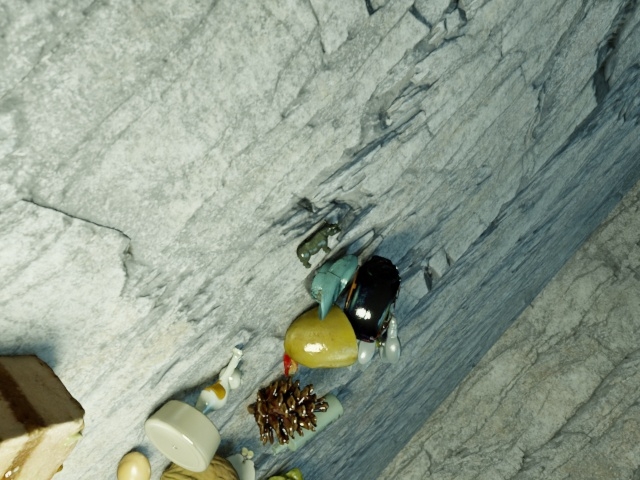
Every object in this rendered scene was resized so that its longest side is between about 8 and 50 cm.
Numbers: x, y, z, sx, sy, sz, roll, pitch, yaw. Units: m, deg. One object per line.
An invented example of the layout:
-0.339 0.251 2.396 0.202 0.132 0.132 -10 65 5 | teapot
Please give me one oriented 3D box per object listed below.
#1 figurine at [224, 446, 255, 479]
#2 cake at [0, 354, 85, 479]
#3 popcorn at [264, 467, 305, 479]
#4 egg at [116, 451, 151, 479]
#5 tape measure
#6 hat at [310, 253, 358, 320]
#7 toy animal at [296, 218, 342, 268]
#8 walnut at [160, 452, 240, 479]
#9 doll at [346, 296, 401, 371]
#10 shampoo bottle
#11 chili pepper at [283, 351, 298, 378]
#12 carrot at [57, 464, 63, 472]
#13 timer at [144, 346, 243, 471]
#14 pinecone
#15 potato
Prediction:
-0.275 0.708 2.132 0.235 0.127 0.155 -55 -161 42 | figurine
-0.515 0.312 1.193 0.196 0.199 0.293 -58 153 12 | cake
-0.135 0.901 2.526 0.254 0.195 0.256 -62 152 5 | popcorn
-0.434 0.535 1.721 0.080 0.080 0.096 -26 130 -37 | egg
0.136 0.160 1.948 0.202 0.135 0.222 97 15 -69 | tape measure
0.020 0.103 1.841 0.190 0.078 0.138 -55 167 -32 | hat
0.000 0.000 1.703 0.136 0.047 0.065 -39 144 -6 | toy animal
-0.317 0.653 1.910 0.228 0.228 0.228 -35 150 -24 | walnut
0.148 0.284 2.187 0.195 0.153 0.258 -17 123 -27 | doll
-0.046 0.592 2.356 0.263 0.085 0.085 -31 148 -30 | shampoo bottle
-0.085 0.329 2.022 0.045 0.027 0.178 -40 152 -25 | chili pepper
-0.582 0.464 1.457 0.171 0.042 0.042 -5 130 -56 | carrot
-0.264 0.384 1.741 0.266 0.175 0.175 -52 160 -38 | timer
-0.086 0.466 2.041 0.213 0.168 0.185 -23 168 -10 | pinecone
-0.017 0.257 1.898 0.158 0.203 0.178 -13 113 -19 | potato
